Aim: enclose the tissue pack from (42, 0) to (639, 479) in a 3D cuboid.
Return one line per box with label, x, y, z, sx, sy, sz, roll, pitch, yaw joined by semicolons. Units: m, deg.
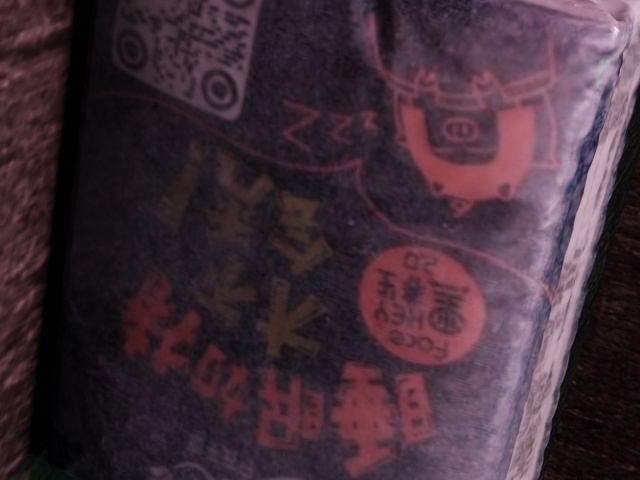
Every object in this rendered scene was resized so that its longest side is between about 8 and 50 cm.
tissue pack;0.000;0.000;0.843;0.103;0.228;0.315;-40;147;-53
